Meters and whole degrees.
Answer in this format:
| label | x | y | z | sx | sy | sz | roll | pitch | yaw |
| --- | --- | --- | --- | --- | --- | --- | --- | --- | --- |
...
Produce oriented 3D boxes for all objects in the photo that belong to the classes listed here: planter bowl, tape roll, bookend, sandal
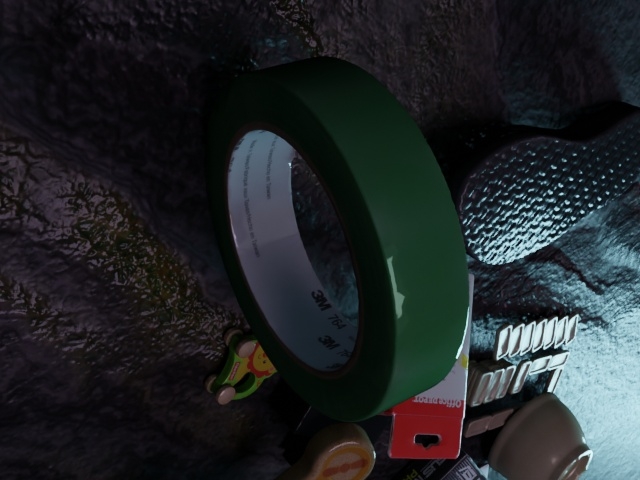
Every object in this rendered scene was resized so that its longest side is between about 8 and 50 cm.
| label | x | y | z | sx | sy | sz | roll | pitch | yaw |
| --- | --- | --- | --- | --- | --- | --- | --- | --- | --- |
| planter bowl | 0.367 | 0.343 | 1.344 | 0.162 | 0.109 | 0.162 | -27 | 138 | -27 |
| tape roll | 0.000 | 0.000 | 0.750 | 0.077 | 0.321 | 0.321 | -19 | 125 | -26 |
| bookend | -0.005 | 0.234 | 1.051 | 0.156 | 0.072 | 0.157 | 23 | 101 | -41 |
| sandal | 0.280 | -0.085 | 1.074 | 0.446 | 0.107 | 0.167 | -18 | 124 | -43 |

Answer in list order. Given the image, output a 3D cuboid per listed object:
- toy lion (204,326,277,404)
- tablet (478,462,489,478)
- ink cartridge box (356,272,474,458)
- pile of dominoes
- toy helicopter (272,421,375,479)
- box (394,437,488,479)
| label | x | y | z | sx | sy | sz | roll | pitch | yaw |
| --- | --- | --- | --- | --- | --- | --- | --- | --- | --- |
| toy lion | -0.078 | 0.141 | 0.976 | 0.096 | 0.034 | 0.100 | 10 | 109 | -47 |
| tablet | 0.259 | 0.413 | 1.394 | 0.054 | 0.006 | 0.083 | -18 | 124 | -27 |
| ink cartridge box | 0.112 | 0.145 | 1.017 | 0.134 | 0.078 | 0.230 | 14 | 78 | -40 |
| pile of dominoes | 0.307 | 0.197 | 1.300 | 0.251 | 0.040 | 0.195 | -4 | 117 | -44 |
| toy helicopter | -0.093 | 0.329 | 0.978 | 0.355 | 0.140 | 0.235 | -39 | 121 | 2 |
| box | 0.184 | 0.452 | 1.319 | 0.216 | 0.060 | 0.270 | -41 | 132 | -6 |
